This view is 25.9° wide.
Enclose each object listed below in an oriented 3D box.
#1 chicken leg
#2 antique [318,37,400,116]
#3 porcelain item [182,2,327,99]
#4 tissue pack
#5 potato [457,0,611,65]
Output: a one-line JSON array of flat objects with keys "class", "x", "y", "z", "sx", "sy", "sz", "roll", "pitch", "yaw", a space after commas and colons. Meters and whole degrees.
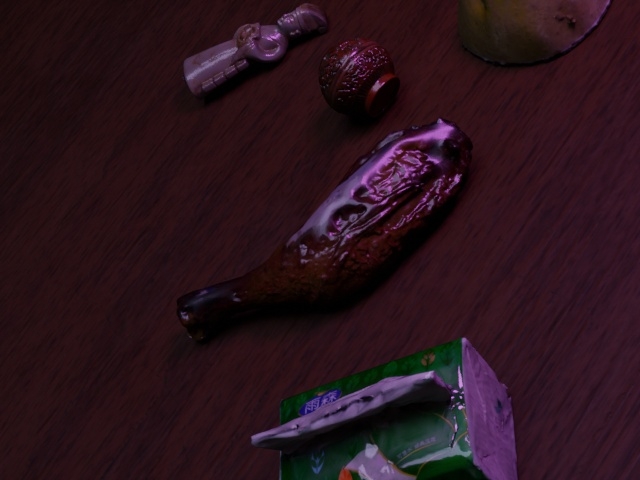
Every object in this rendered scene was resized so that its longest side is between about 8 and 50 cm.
[{"class": "chicken leg", "x": 0.000, "y": 0.000, "z": 1.584, "sx": 0.407, "sy": 0.096, "sz": 0.158, "roll": -36, "pitch": 35, "yaw": 10}, {"class": "antique", "x": 0.044, "y": -0.203, "z": 1.731, "sx": 0.104, "sy": 0.104, "sz": 0.104, "roll": -22, "pitch": 42, "yaw": 22}, {"class": "porcelain item", "x": -0.090, "y": -0.270, "z": 1.941, "sx": 0.213, "sy": 0.054, "sz": 0.084, "roll": -25, "pitch": 43, "yaw": 18}, {"class": "tissue pack", "x": 0.058, "y": 0.187, "z": 1.308, "sx": 0.209, "sy": 0.156, "sz": 0.148, "roll": -22, "pitch": 40, "yaw": 24}, {"class": "potato", "x": 0.236, "y": -0.309, "z": 1.662, "sx": 0.202, "sy": 0.117, "sz": 0.182, "roll": 25, "pitch": 74, "yaw": 48}]
